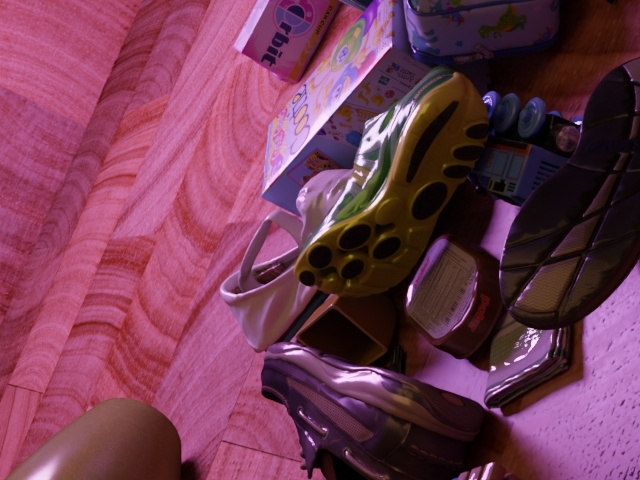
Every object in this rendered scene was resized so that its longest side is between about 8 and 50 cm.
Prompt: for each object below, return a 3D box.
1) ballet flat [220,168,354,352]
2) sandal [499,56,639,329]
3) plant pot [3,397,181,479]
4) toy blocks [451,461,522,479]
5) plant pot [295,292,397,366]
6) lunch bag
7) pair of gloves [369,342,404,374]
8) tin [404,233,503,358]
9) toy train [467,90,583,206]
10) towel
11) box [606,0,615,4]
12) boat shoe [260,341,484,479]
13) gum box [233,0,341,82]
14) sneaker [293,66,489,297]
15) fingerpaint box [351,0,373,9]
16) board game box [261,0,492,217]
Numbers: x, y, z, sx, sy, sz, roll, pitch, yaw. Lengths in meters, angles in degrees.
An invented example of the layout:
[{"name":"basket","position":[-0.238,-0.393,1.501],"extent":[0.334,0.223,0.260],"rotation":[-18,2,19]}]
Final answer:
[{"name":"ballet flat","position":[0.000,0.000,1.642],"extent":[0.400,0.139,0.139],"rotation":[-44,29,43]},{"name":"sandal","position":[0.257,-0.038,1.202],"extent":[0.120,0.086,0.303],"rotation":[7,52,40]},{"name":"plant pot","position":[-0.297,0.351,1.837],"extent":[0.275,0.274,0.293],"rotation":[-45,13,39]},{"name":"toy blocks","position":[0.110,0.296,1.076],"extent":[0.381,0.190,0.261],"rotation":[-34,25,53]},{"name":"plant pot","position":[0.038,0.088,1.565],"extent":[0.081,0.081,0.083],"rotation":[-42,11,45]},{"name":"lunch bag","position":[0.177,-0.287,1.551],"extent":[0.219,0.176,0.090],"rotation":[-92,-8,-47]},{"name":"pair of gloves","position":[0.064,0.154,1.522],"extent":[0.083,0.010,0.074],"rotation":[-39,32,46]},{"name":"tin","position":[0.134,0.052,1.418],"extent":[0.106,0.040,0.189],"rotation":[-60,16,4]},{"name":"toy train","position":[0.197,-0.088,1.399],"extent":[0.105,0.080,0.184],"rotation":[-69,21,2]},{"name":"towel","position":[0.191,0.071,1.305],"extent":[0.113,0.023,0.152],"rotation":[-39,32,46]},{"name":"box","position":[0.315,-0.370,1.483],"extent":[0.159,0.044,0.233],"rotation":[-52,25,26]},{"name":"boat shoe","position":[0.022,0.186,1.409],"extent":[0.355,0.132,0.130],"rotation":[5,74,65]},{"name":"gum box","position":[-0.048,-0.349,2.207],"extent":[0.188,0.107,0.062],"rotation":[-61,22,8]},{"name":"sneaker","position":[0.077,-0.055,1.463],"extent":[0.295,0.109,0.123],"rotation":[-52,20,28]},{"name":"fingerpaint box","position":[0.120,-0.487,1.900],"extent":[0.371,0.163,0.445],"rotation":[-61,22,9]},{"name":"board game box","position":[0.063,-0.151,1.681],"extent":[0.275,0.144,0.142],"rotation":[-46,27,36]}]
